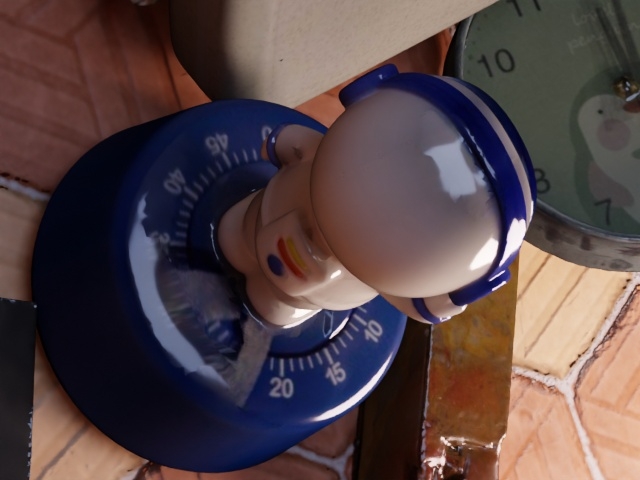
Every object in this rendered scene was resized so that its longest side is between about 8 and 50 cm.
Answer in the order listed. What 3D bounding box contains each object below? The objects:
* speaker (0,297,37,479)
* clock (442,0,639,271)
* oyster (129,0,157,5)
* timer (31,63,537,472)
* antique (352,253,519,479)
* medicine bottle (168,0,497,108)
[{"bbox_3d":[-0.240,0.145,1.063,0.082,0.044,0.218,9,71,-30],"label":"speaker"},{"bbox_3d":[0.264,-0.132,1.370,0.319,0.066,0.319,0,70,-1],"label":"clock"},{"bbox_3d":[-0.195,-0.374,1.212,0.396,0.111,0.204,52,53,-5],"label":"oyster"},{"bbox_3d":[0.000,0.000,1.054,0.270,0.383,0.270,10,71,-31],"label":"timer"},{"bbox_3d":[0.088,0.145,1.245,0.087,0.093,0.310,18,68,-28],"label":"antique"},{"bbox_3d":[0.055,-0.253,1.216,0.375,0.282,0.123,-31,62,-26],"label":"medicine bottle"}]
